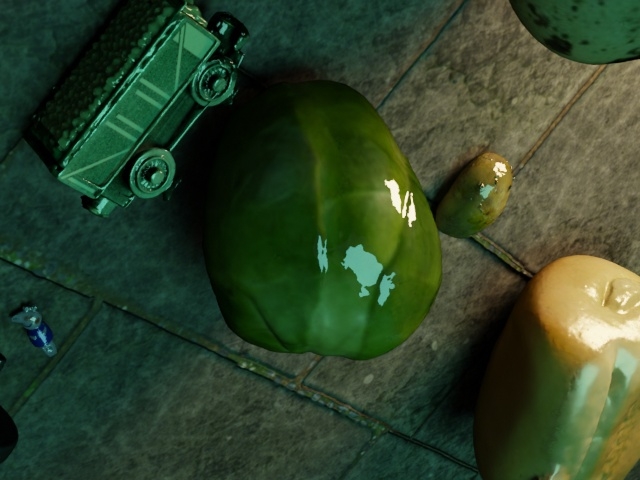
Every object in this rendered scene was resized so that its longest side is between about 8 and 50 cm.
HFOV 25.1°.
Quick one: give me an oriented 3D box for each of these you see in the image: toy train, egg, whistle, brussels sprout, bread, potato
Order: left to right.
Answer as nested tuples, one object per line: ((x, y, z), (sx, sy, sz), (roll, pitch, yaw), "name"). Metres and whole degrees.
((-0.339, 0.110, 1.717), (0.033, 0.029, 0.083), (-29, 129, -6), "whistle")
((-0.195, -0.152, 1.559), (0.154, 0.115, 0.269), (33, 100, -41), "toy train")
((0.000, 0.000, 1.730), (0.276, 0.315, 0.371), (-18, 144, 4), "brussels sprout")
((0.219, -0.059, 2.021), (0.091, 0.070, 0.138), (10, 116, -44), "potato")
((0.403, 0.215, 2.271), (0.348, 0.253, 0.376), (-16, 134, -37), "bread")
((0.356, -0.390, 1.685), (0.287, 0.287, 0.379), (-13, 131, -33), "egg")

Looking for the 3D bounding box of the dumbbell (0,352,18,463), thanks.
((-0.453, 0.260, 1.659), (0.143, 0.143, 0.325), (21, 108, -48), "dumbbell")
